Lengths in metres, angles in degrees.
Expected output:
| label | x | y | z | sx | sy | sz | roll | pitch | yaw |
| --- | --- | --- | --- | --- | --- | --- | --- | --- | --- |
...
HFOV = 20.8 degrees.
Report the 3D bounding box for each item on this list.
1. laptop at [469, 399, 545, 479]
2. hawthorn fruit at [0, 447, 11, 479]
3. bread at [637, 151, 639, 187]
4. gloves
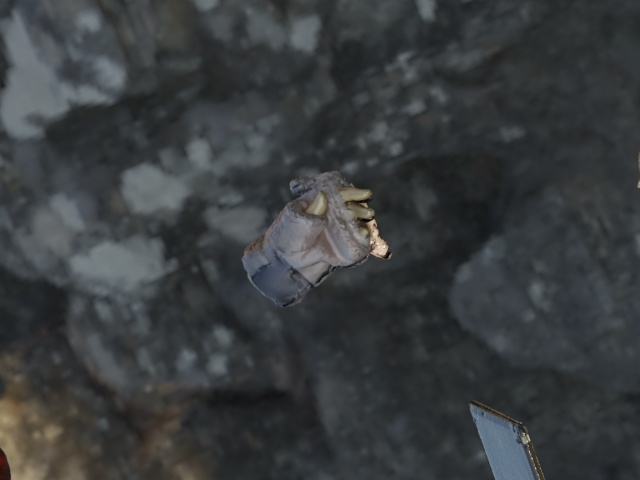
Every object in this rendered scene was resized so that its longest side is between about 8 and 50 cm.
| label | x | y | z | sx | sy | sz | roll | pitch | yaw |
| --- | --- | --- | --- | --- | --- | --- | --- | --- | --- |
| laptop | 0.191 | 0.241 | 1.632 | 0.180 | 0.016 | 0.129 | 70 | 165 | -11 |
| hawthorn fruit | -0.324 | 0.217 | 1.617 | 0.081 | 0.081 | 0.093 | 60 | -179 | 15 |
| bread | 0.375 | -0.084 | 1.704 | 0.074 | 0.132 | 0.053 | 103 | 155 | -59 |
| gloves | -0.008 | -0.003 | 1.676 | 0.094 | 0.144 | 0.110 | -104 | -11 | -62 |
